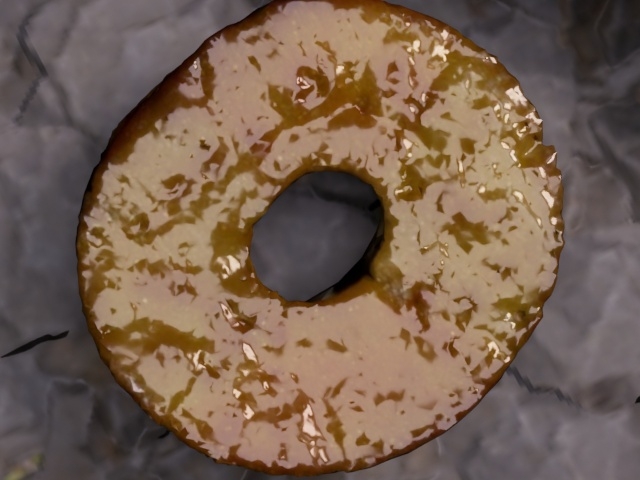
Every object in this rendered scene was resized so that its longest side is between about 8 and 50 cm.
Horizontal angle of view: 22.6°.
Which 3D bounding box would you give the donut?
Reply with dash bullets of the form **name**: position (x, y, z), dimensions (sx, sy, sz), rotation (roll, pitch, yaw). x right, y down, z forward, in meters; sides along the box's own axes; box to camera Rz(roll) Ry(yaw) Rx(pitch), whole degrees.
- **donut**: position (0.000, 0.000, 0.507), dimensions (0.152, 0.058, 0.151), rotation (0, 86, -3)
